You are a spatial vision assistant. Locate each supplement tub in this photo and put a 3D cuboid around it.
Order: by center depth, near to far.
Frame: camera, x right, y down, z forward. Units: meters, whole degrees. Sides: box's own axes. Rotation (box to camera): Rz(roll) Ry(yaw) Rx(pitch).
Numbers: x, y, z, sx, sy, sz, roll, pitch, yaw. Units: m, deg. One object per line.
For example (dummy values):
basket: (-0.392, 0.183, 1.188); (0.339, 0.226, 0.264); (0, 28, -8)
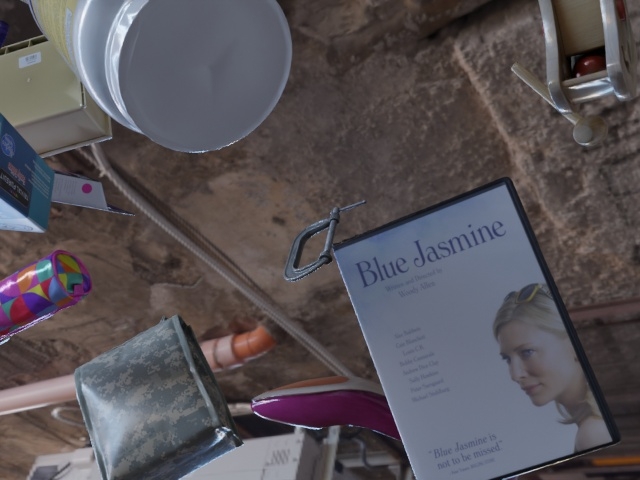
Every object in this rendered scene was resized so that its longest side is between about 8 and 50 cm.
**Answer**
supplement tub: (-0.204, -0.273, 0.822); (0.241, 0.241, 0.331); (29, -167, -48)

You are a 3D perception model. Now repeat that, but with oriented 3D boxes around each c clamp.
c clamp: (0.000, 0.000, 1.092); (0.022, 0.137, 0.160); (52, -144, -28)

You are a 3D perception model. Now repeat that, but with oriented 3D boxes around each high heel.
high heel: (0.087, 0.286, 0.945); (0.127, 0.378, 0.181); (13, -106, -78)

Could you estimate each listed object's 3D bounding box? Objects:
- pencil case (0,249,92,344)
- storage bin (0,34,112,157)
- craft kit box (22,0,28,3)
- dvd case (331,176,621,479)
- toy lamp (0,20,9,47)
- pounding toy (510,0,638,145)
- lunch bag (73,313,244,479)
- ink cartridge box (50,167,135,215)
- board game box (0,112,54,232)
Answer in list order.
pencil case: (-0.507, 0.107, 1.138); (0.104, 0.236, 0.104); (55, -165, -22)
storage bin: (-0.641, -0.338, 1.545); (0.123, 0.262, 0.260); (66, -171, -64)
craft kit box: (-0.580, -0.608, 1.312); (0.247, 0.061, 0.249); (24, -92, -24)
dvd case: (0.135, 0.089, 0.612); (0.022, 0.180, 0.253); (22, -133, -74)
toy lamp: (-0.559, -0.337, 0.880); (0.275, 0.080, 0.080); (32, -129, -42)
pounding toy: (0.277, -0.226, 0.782); (0.154, 0.155, 0.269); (-38, -67, -52)
lunch bag: (-0.318, 0.306, 1.275); (0.287, 0.235, 0.169); (59, 175, 32)
ink cartridge box: (-0.573, -0.118, 1.342); (0.371, 0.176, 0.069); (13, -88, -38)
board game box: (-0.465, -0.081, 0.641); (0.254, 0.336, 0.079); (121, 152, -77)
